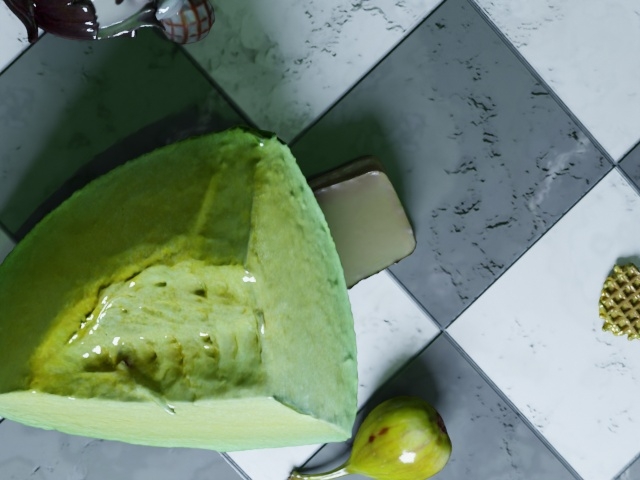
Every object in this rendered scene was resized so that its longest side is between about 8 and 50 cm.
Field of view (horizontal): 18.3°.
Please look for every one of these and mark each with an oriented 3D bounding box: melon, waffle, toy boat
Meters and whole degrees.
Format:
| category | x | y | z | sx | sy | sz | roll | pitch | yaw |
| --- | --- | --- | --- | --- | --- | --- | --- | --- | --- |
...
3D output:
| category | x | y | z | sx | sy | sz | roll | pitch | yaw |
| --- | --- | --- | --- | --- | --- | --- | --- | --- | --- |
| melon | -0.165 | 0.077 | 1.890 | 0.344 | 0.226 | 0.331 | -3 | 120 | 29 |
| waffle | 0.331 | 0.067 | 2.083 | 0.085 | 0.016 | 0.078 | 21 | 96 | -12 |
| toy boat | 0.000 | 0.000 | 1.990 | 0.188 | 0.061 | 0.116 | -26 | 101 | -6 |

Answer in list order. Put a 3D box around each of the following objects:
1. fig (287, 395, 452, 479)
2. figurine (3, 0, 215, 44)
| category | x | y | z | sx | sy | sz | roll | pitch | yaw |
| --- | --- | --- | --- | --- | --- | --- | --- | --- | --- |
| fig | 0.054 | 0.206 | 2.032 | 0.166 | 0.093 | 0.093 | -10 | 101 | 31 |
| figurine | -0.161 | -0.319 | 1.877 | 0.370 | 0.167 | 0.281 | -36 | 131 | -13 |
